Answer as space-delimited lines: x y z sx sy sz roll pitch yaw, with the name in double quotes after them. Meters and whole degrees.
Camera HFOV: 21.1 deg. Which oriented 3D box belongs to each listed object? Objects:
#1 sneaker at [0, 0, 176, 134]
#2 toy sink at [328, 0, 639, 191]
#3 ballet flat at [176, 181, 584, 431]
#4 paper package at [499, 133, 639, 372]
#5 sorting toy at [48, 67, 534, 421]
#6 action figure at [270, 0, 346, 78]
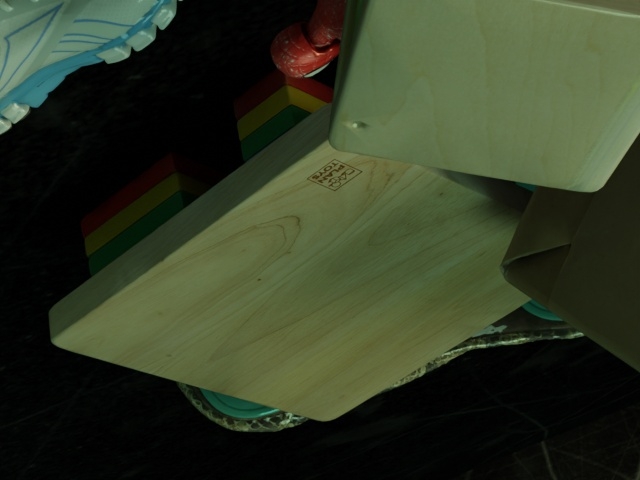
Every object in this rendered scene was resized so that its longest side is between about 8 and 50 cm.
-0.134 -0.105 0.758 0.190 0.071 0.083 -34 153 30 "sneaker"
0.080 -0.162 0.704 0.131 0.234 0.153 10 159 -3 "toy sink"
0.118 0.011 1.304 0.482 0.164 0.182 -20 -175 9 "ballet flat"
0.313 -0.056 1.022 0.324 0.168 0.309 6 113 -43 "paper package"
0.000 0.000 1.101 0.257 0.089 0.255 -35 143 31 "sorting toy"
0.110 -0.144 0.888 0.280 0.091 0.139 -27 149 12 "action figure"
